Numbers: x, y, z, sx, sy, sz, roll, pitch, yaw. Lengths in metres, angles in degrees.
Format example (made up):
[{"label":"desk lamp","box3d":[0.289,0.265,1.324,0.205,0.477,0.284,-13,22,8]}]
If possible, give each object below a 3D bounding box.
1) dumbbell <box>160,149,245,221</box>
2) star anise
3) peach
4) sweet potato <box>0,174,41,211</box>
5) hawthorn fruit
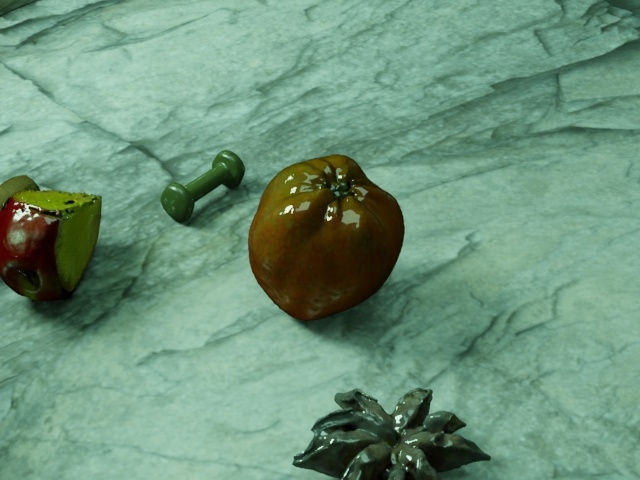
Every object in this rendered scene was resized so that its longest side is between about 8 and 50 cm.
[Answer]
[{"label":"dumbbell","box3d":[-0.145,-0.069,1.787,0.046,0.052,0.118,44,50,11]},{"label":"star anise","box3d":[0.078,0.204,1.441,0.182,0.065,0.195,15,36,14]},{"label":"peach","box3d":[-0.315,-0.008,1.639,0.092,0.127,0.172,4,34,8]},{"label":"sweet potato","box3d":[-0.412,0.004,1.666,0.077,0.077,0.243,25,47,26]},{"label":"hawthorn fruit","box3d":[0.000,0.000,1.610,0.189,0.189,0.189,1,38,-1]}]
